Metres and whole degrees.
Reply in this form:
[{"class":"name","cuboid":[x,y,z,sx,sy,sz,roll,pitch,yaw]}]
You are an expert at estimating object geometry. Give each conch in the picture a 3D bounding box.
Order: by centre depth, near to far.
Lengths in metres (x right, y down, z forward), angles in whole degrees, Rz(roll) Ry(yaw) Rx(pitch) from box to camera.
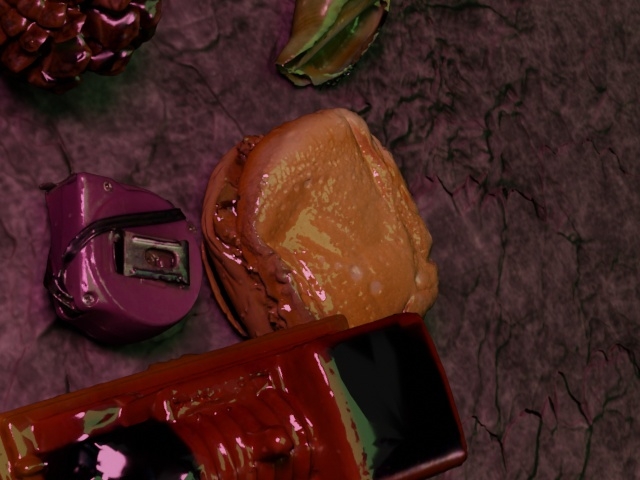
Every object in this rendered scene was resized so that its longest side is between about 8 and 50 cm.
[{"class":"conch","cuboid":[0.021,-0.215,1.645,0.095,0.079,0.201,39,66,-40]}]

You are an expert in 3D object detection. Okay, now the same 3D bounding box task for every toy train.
[{"class":"toy train","cuboid":[-0.057,0.150,1.291,0.369,0.231,0.163,-15,81,-38]}]

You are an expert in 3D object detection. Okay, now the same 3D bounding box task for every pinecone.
[{"class":"pinecone","cuboid":[-0.192,-0.188,1.389,0.173,0.173,0.174,19,60,-36]}]

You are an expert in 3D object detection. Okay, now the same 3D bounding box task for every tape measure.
[{"class":"tape measure","cuboid":[-0.151,0.016,1.384,0.125,0.074,0.118,9,67,-38]}]

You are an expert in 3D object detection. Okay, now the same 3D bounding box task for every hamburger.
[{"class":"hamburger","cuboid":[0.001,-0.001,1.507,0.213,0.108,0.214,18,60,-35]}]
